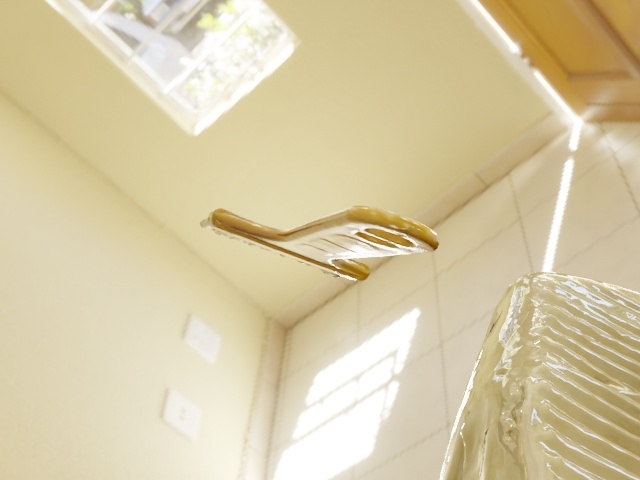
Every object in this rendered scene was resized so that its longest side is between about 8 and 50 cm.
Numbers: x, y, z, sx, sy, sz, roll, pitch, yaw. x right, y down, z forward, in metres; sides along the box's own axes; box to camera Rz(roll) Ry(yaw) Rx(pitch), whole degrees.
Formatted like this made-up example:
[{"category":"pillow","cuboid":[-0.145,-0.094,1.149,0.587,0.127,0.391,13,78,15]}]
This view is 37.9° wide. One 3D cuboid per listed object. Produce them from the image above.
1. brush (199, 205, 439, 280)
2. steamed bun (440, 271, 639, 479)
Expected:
[{"category":"brush","cuboid":[0.000,0.000,0.496,0.272,0.103,0.013,171,118,-75]},{"category":"steamed bun","cuboid":[0.175,0.199,0.502,0.383,0.247,0.236,-79,5,-64]}]
